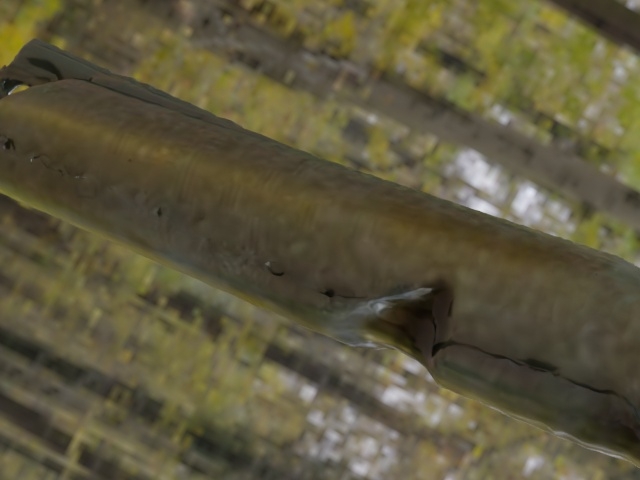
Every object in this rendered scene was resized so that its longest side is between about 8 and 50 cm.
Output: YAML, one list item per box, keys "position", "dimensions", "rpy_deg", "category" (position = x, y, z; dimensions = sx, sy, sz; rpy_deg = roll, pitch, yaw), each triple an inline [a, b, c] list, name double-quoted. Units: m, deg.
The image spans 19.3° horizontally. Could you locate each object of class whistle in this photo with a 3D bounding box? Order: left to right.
- position: [0.000, 0.001, 0.695]
  dimensions: [0.068, 0.326, 0.057]
  rpy_deg: [-58, 154, -21]
  category: "whistle"
